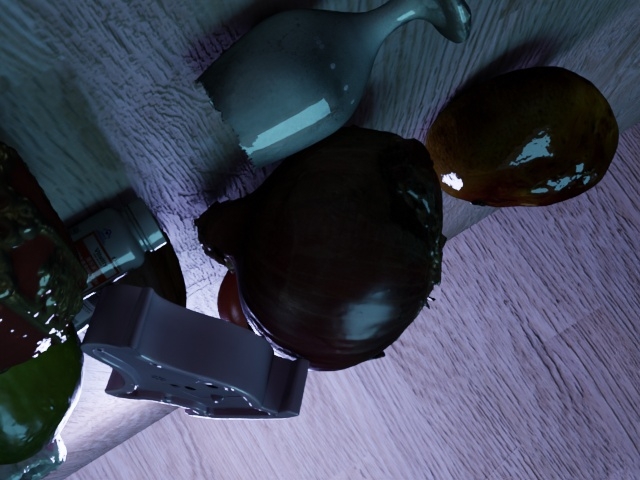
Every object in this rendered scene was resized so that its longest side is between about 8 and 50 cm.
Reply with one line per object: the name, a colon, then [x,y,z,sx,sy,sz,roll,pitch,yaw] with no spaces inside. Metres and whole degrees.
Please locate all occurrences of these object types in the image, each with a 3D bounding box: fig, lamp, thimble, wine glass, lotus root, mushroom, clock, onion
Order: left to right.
lamp: [-0.289,0.019,0.701,0.177,0.177,0.274,-30,167,-13]
fig: [-0.375,0.124,0.940,0.206,0.206,0.275,-28,154,-19]
thimble: [-0.562,0.372,1.526,0.185,0.149,0.211,-24,167,-30]
lotus root: [-0.228,0.052,1.162,0.095,0.135,0.159,-26,-179,-36]
clock: [-0.202,0.153,1.096,0.275,0.080,0.290,31,150,-33]
wine glass: [0.010,-0.172,0.791,0.241,0.126,0.126,-32,169,-1]
onion: [0.030,0.010,1.173,0.353,0.354,0.353,-31,169,-7]
mushroom: [0.344,-0.196,1.499,0.345,0.260,0.345,-6,154,-3]

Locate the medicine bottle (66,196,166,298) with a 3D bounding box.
medicine bottle: [-0.252,0.011,0.976,0.140,0.079,0.079,-30,169,-10]

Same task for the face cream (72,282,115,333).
face cream: [-0.395,0.131,1.126,0.283,0.073,0.073,-34,169,10]

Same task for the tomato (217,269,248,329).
tomato: [-0.034,0.089,1.524,0.298,0.298,0.226,0,106,-70]
